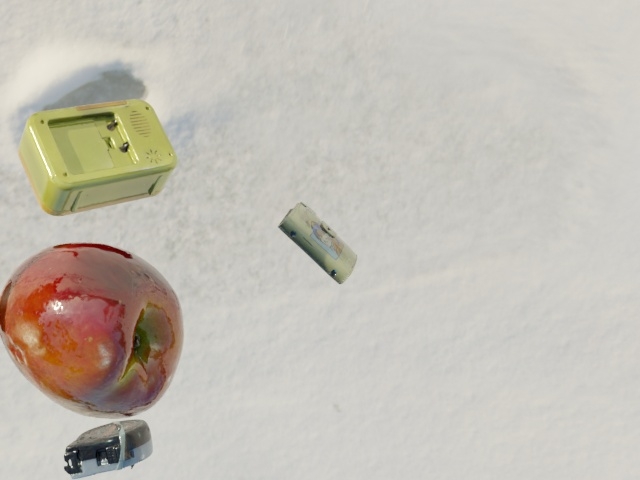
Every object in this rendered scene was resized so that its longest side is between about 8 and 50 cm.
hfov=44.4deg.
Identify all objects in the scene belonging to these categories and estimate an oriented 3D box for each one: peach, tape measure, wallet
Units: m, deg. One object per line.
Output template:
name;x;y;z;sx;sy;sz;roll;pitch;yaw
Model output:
peach;-0.289;0.113;0.995;0.244;0.199;0.243;22;132;27
tape measure;-0.491;0.491;1.860;0.181;0.182;0.107;-9;91;3
wallet;0.000;0.000;1.434;0.155;0.110;0.039;44;115;-7

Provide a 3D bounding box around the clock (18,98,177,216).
clock;-0.332;-0.126;1.173;0.202;0.143;0.096;-16;159;-36
